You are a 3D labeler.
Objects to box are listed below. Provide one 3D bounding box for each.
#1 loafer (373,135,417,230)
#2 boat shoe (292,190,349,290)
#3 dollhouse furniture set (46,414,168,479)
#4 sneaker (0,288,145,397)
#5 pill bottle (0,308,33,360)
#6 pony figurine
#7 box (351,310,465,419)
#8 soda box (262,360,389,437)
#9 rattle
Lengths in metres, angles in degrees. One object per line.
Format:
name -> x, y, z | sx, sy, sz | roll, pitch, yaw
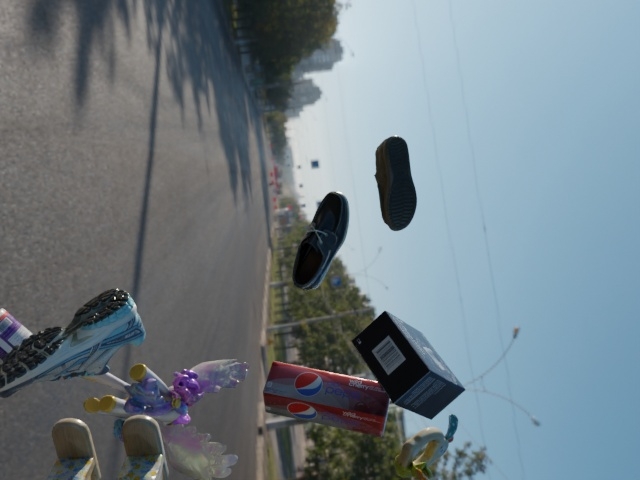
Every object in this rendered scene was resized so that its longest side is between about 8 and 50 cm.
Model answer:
loafer -> 0.115, -0.089, 1.039 | 0.050, 0.056, 0.147 | -163, -110, -67
boat shoe -> 0.000, 0.000, 1.471 | 0.232, 0.084, 0.079 | -68, 158, 1
dollhouse furniture set -> -0.474, 0.408, 1.042 | 0.362, 0.395, 0.256 | -89, 176, -66
sneaker -> -0.446, 0.213, 1.204 | 0.110, 0.283, 0.122 | 41, -22, 57
pill bottle -> -0.883, 0.297, 1.915 | 0.193, 0.108, 0.108 | 47, 7, -15
pony figurine -> -0.383, 0.408, 1.643 | 0.363, 0.351, 0.302 | 47, 47, -50
box -> 0.163, 0.232, 1.234 | 0.158, 0.093, 0.156 | 35, 15, -49
soda box -> 0.014, 0.338, 1.425 | 0.092, 0.264, 0.083 | 91, 12, -46
rattle -> 0.267, 0.465, 1.422 | 0.143, 0.200, 0.130 | 18, -74, 48
